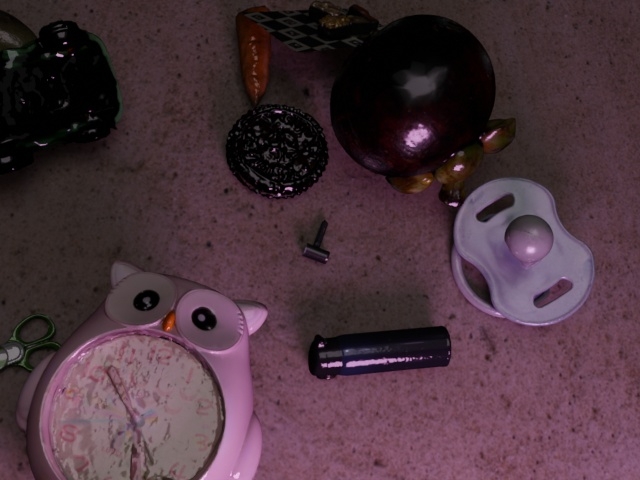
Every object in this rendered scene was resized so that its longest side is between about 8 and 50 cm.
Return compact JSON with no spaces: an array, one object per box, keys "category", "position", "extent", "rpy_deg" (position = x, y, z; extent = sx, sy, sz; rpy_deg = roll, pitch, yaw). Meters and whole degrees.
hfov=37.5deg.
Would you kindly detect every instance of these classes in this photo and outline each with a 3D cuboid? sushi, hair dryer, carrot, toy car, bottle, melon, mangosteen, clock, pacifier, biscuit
[{"category":"sushi","position":[0.018,-0.418,1.776],"extent":[0.279,0.043,0.192],"rpy_deg":[-12,39,-36]},{"category":"hair dryer","position":[0.000,0.000,1.712],"extent":[0.047,0.026,0.083],"rpy_deg":[21,59,-5]},{"category":"carrot","position":[-0.124,-0.346,1.796],"extent":[0.072,0.072,0.205],"rpy_deg":[1,68,-11]},{"category":"toy car","position":[-0.530,-0.236,1.613],"extent":[0.359,0.176,0.213],"rpy_deg":[-24,107,-27]},{"category":"bottle","position":[0.101,0.195,1.629],"extent":[0.244,0.082,0.072],"rpy_deg":[-2,25,-13]},{"category":"melon","position":[-0.576,-0.361,1.696],"extent":[0.162,0.099,0.099],"rpy_deg":[28,66,1]},{"category":"mangosteen","position":[0.179,-0.245,1.694],"extent":[0.330,0.330,0.330],"rpy_deg":[4,68,-10]},{"category":"clock","position":[-0.256,0.242,1.436],"extent":[0.368,0.250,0.376],"rpy_deg":[17,70,1]},{"category":"pacifier","position":[0.350,0.014,1.672],"extent":[0.238,0.226,0.287],"rpy_deg":[-28,75,-1]},{"category":"biscuit","position":[-0.080,-0.166,1.742],"extent":[0.194,0.053,0.194],"rpy_deg":[4,69,-10]}]

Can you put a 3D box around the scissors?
[{"category":"scissors","position":[-0.523,0.190,1.526],"extent":[0.204,0.027,0.101],"rpy_deg":[-18,72,-19]}]
